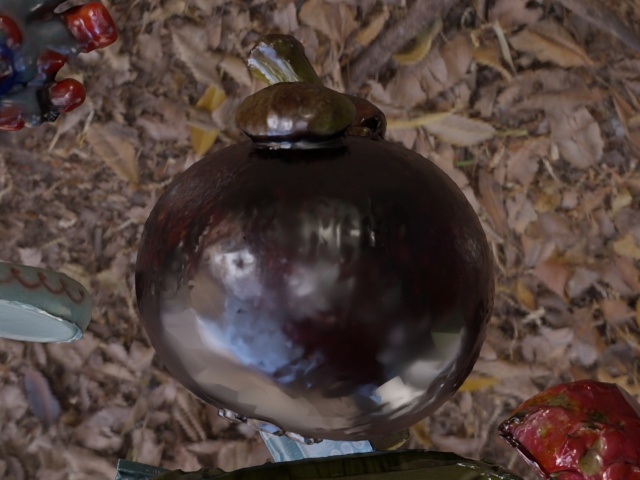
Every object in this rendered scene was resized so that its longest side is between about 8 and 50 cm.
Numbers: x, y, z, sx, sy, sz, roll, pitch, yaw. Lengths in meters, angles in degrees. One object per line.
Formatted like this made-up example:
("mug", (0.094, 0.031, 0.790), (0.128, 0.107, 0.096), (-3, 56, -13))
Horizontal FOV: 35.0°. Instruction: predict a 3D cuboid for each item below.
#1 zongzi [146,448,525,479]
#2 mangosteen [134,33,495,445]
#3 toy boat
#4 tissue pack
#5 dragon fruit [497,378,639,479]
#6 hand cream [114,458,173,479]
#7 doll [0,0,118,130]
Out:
("zongzi", (-0.012, 0.186, 0.588), (0.251, 0.274, 0.125), (-5, 81, -1))
("mangosteen", (0.001, 0.019, 0.830), (0.297, 0.293, 0.297), (18, 155, 9))
("toy boat", (-0.342, 0.056, 1.115), (0.134, 0.078, 0.208), (-20, 152, 36))
("tissue pack", (0.016, 0.239, 1.275), (0.169, 0.082, 0.120), (-42, 72, 39))
("dragon fruit", (0.339, 0.262, 1.214), (0.262, 0.189, 0.163), (34, 162, -29))
("hand cream", (-0.232, 0.377, 1.183), (0.075, 0.052, 0.247), (12, 102, -46))
("doll", (-0.178, -0.058, 0.414), (0.195, 0.062, 0.104), (-30, 124, -15))
